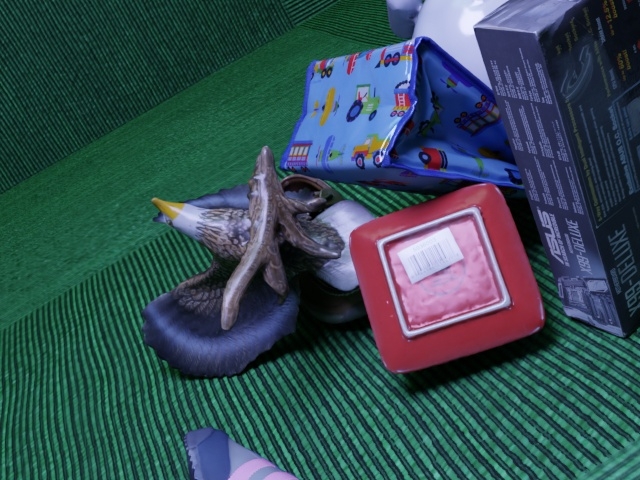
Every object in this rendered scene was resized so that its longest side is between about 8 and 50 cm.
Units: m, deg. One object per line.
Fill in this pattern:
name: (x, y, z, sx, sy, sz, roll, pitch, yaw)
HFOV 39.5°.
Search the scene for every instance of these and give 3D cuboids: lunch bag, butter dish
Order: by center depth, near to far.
butter dish: (0.129, 0.046, 0.884, 0.160, 0.118, 0.159, -20, 68, 11)
lunch bag: (0.143, -0.095, 0.985, 0.221, 0.293, 0.138, 7, 80, 60)

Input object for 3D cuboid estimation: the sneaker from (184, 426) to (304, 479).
sneaker: (-0.019, 0.232, 0.698, 0.131, 0.112, 0.319, -17, 23, -17)

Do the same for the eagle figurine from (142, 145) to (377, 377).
eagle figurine: (-0.093, 0.012, 1.000, 0.226, 0.225, 0.298, -34, -5, -25)

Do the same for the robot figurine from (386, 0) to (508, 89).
robot figurine: (0.208, -0.221, 1.109, 0.199, 0.300, 0.353, -59, -4, -4)

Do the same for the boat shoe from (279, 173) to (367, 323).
boat shoe: (0.000, 0.000, 1.096, 0.123, 0.116, 0.324, -31, 24, -7)

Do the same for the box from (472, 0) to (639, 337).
box: (0.282, -0.106, 0.775, 0.242, 0.307, 0.076, -37, 32, -18)
